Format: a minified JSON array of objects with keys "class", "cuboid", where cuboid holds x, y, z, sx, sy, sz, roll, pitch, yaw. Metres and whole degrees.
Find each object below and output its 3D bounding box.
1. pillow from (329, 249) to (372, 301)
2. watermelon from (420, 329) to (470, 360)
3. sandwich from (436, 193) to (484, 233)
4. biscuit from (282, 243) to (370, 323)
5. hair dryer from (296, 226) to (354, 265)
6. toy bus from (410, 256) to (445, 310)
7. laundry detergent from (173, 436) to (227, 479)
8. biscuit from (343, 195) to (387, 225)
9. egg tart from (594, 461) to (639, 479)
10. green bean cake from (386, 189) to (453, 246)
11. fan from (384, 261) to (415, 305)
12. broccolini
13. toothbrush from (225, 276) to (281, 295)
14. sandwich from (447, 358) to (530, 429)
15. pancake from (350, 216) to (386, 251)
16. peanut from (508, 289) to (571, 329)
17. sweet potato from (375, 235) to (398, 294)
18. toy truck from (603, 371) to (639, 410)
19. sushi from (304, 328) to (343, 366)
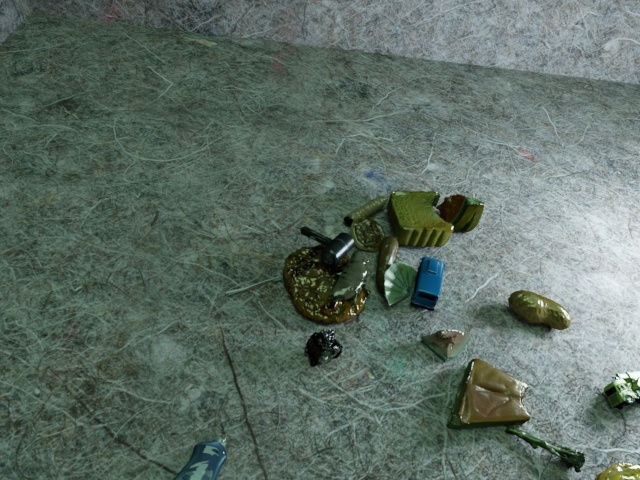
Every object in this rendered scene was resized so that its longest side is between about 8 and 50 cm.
[{"class":"pillow","cuboid":[0.113,0.128,1.608,0.093,0.051,0.241,23,49,13]},{"class":"watermelon","cuboid":[0.428,0.335,1.566,0.155,0.080,0.101,-3,55,-34]},{"class":"sandwich","cuboid":[0.576,-0.130,1.945,0.109,0.184,0.160,-2,51,-23]},{"class":"biscuit","cuboid":[0.021,0.137,1.664,0.289,0.081,0.334,-21,56,-25]},{"class":"hair dryer","cuboid":[0.000,0.000,1.696,0.219,0.071,0.124,28,45,24]},{"class":"toy bus","cuboid":[0.386,0.147,1.702,0.090,0.106,0.184,15,46,7]},{"class":"laundry detergent","cuboid":[-0.303,0.584,1.198,0.097,0.061,0.206,22,47,13]},{"class":"biscuit","cuboid":[0.187,-0.121,1.947,0.219,0.061,0.055,-32,104,-32]},{"class":"egg tart","cuboid":[0.833,0.742,1.222,0.315,0.120,0.315,4,48,-5]},{"class":"green bean cake","cuboid":[0.393,-0.085,1.907,0.233,0.124,0.236,0,47,-9]},{"class":"fan","cuboid":[0.283,0.148,1.703,0.131,0.009,0.240,52,44,-5]},{"class":"broccolini","cuboid":[0.651,0.589,1.382,0.216,0.067,0.058,22,44,22]},{"class":"toothbrush","cuboid":[-0.231,0.157,1.641,0.204,0.017,0.022,-14,32,-23]},{"class":"sandwich","cuboid":[0.520,0.497,1.430,0.212,0.063,0.245,26,50,12]},{"class":"pancake","cuboid":[0.189,-0.024,1.863,0.158,0.028,0.158,9,60,-15]},{"class":"peanut","cuboid":[0.777,0.250,1.689,0.226,0.095,0.108,21,63,4]},{"class":"sweet potato","cuboid":[0.241,0.091,1.753,0.075,0.075,0.273,14,51,3]},{"class":"toy truck","cuboid":[0.995,0.475,1.528,0.169,0.077,0.100,-7,52,-15]},{"class":"sushi","cuboid":[0.011,0.331,1.483,0.094,0.098,0.084,-2,49,-38]}]
